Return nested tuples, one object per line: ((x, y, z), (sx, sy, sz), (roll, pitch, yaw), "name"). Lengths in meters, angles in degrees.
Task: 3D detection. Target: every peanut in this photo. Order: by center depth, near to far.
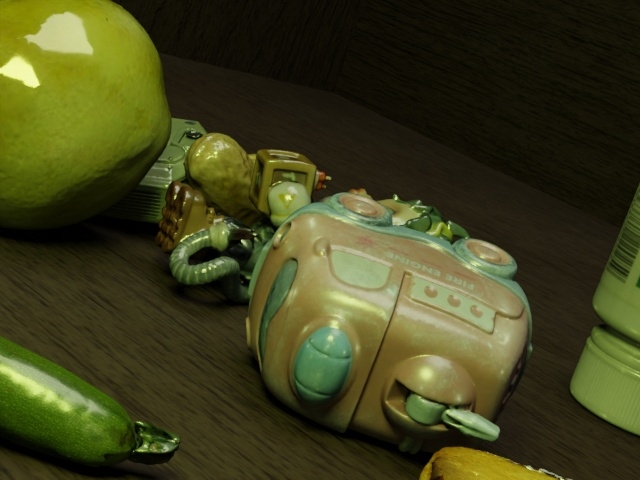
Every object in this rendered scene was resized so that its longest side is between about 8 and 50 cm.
((-0.102, -0.069, 1.769), (0.095, 0.108, 0.226), (20, -10, 37), "peanut")

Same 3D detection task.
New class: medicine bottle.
((0.453, 0.068, 1.685), (0.208, 0.340, 0.208), (19, 12, -4), "medicine bottle")

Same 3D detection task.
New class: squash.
((-0.261, 0.105, 1.047), (0.318, 0.071, 0.080), (21, 11, 7), "squash")

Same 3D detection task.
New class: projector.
((-0.230, -0.106, 1.841), (0.193, 0.088, 0.269), (8, 21, 1), "projector")

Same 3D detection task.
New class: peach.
((-0.331, -0.154, 1.572), (0.314, 0.282, 0.315), (5, 12, -2), "peach")

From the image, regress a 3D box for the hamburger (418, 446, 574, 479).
((0.145, 0.236, 1.006), (0.181, 0.118, 0.191), (29, 19, 26), "hamburger")

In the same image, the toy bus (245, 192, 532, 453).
((0.063, 0.099, 1.336), (0.294, 0.197, 0.232), (21, 23, -1), "toy bus")

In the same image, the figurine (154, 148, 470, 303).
((0.000, -0.003, 1.654), (0.381, 0.186, 0.261), (15, 17, -18), "figurine")
